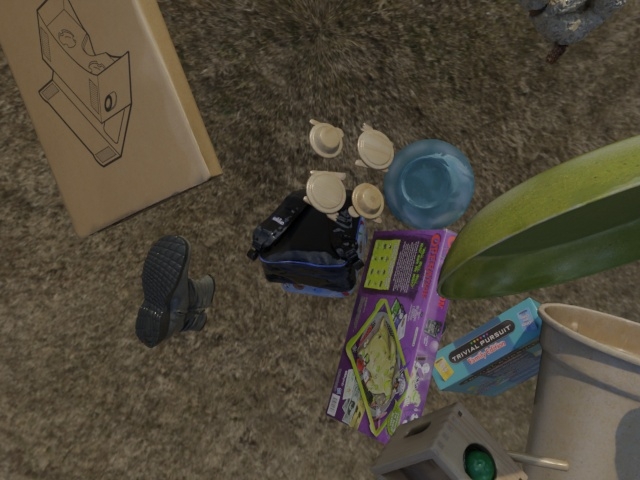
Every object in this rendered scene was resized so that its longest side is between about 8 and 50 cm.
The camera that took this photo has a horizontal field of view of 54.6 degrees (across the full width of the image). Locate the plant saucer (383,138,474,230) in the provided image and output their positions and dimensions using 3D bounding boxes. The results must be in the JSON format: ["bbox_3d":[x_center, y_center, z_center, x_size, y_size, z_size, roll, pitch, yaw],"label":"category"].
[{"bbox_3d":[0.223,-0.118,1.302,0.194,0.037,0.195,0,90,18],"label":"plant saucer"}]

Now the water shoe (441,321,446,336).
[{"bbox_3d":[0.161,0.185,1.165,0.073,0.203,0.080,55,132,8],"label":"water shoe"}]

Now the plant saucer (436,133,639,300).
[{"bbox_3d":[0.189,-0.016,0.414,0.240,0.241,0.037,-16,72,5],"label":"plant saucer"}]

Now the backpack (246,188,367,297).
[{"bbox_3d":[0.000,0.000,1.512,0.276,0.264,0.213,8,144,14],"label":"backpack"}]

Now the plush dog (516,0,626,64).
[{"bbox_3d":[0.522,-0.553,1.412,0.225,0.262,0.211,37,107,-12],"label":"plush dog"}]

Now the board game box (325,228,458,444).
[{"bbox_3d":[0.120,0.152,1.046,0.056,0.208,0.347,19,81,-24],"label":"board game box"}]

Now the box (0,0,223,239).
[{"bbox_3d":[-0.160,-0.115,0.436,0.164,0.021,0.201,-17,95,40],"label":"box"}]

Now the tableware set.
[{"bbox_3d":[0.043,-0.103,0.920,0.141,0.020,0.169,14,71,-24],"label":"tableware set"}]

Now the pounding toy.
[{"bbox_3d":[0.158,0.243,0.663,0.130,0.100,0.141,48,137,0],"label":"pounding toy"}]

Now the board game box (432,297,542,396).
[{"bbox_3d":[0.416,0.247,1.364,0.253,0.079,0.336,-36,148,21],"label":"board game box"}]

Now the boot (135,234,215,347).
[{"bbox_3d":[-0.269,0.086,1.216,0.083,0.161,0.247,30,114,23],"label":"boot"}]

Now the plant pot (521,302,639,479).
[{"bbox_3d":[0.500,0.309,1.073,0.333,0.334,0.306,13,100,-5],"label":"plant pot"}]
